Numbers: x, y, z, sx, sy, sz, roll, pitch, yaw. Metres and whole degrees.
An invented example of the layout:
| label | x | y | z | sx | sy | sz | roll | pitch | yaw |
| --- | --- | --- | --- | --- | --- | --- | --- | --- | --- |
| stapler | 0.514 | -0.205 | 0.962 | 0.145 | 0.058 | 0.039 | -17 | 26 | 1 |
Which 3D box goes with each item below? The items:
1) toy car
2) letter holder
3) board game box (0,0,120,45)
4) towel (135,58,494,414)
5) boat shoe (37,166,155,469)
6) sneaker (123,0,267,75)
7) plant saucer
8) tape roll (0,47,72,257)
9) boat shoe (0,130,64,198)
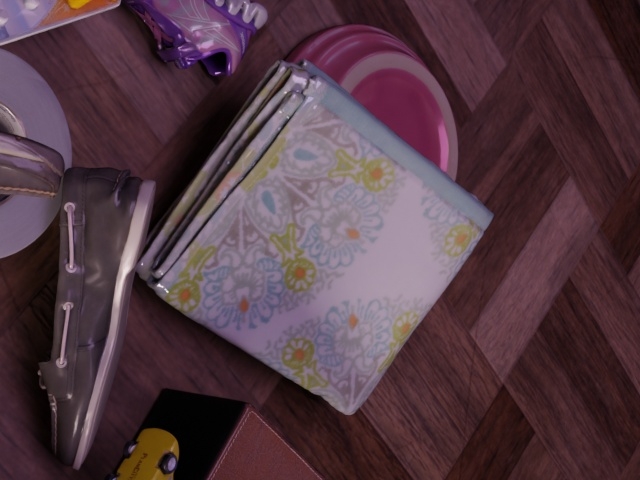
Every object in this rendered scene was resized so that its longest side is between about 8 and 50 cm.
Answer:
| label | x | y | z | sx | sy | sz | roll | pitch | yaw |
| --- | --- | --- | --- | --- | --- | --- | --- | --- | --- |
| toy car | -0.213 | 0.328 | 1.429 | 0.239 | 0.225 | 0.053 | -32 | 136 | -9 |
| letter holder | -0.140 | 0.356 | 1.579 | 0.214 | 0.152 | 0.302 | 48 | 60 | -35 |
| board game box | -0.402 | -0.367 | 1.340 | 0.390 | 0.050 | 0.390 | -28 | 99 | -40 |
| towel | 0.000 | 0.000 | 1.671 | 0.374 | 0.090 | 0.320 | 35 | 93 | -33 |
| boat shoe | -0.255 | 0.079 | 1.485 | 0.095 | 0.112 | 0.335 | 15 | 105 | -2 |
| sneaker | -0.165 | -0.254 | 1.591 | 0.236 | 0.095 | 0.105 | 20 | 84 | -42 |
| plant saucer | 0.069 | -0.117 | 1.813 | 0.332 | 0.084 | 0.332 | -2 | 92 | -43 |
| tape roll | -0.363 | -0.088 | 1.415 | 0.219 | 0.072 | 0.219 | 0 | 89 | -43 |
| boat shoe | -0.411 | -0.049 | 1.261 | 0.355 | 0.132 | 0.130 | 3 | 95 | -4 |
